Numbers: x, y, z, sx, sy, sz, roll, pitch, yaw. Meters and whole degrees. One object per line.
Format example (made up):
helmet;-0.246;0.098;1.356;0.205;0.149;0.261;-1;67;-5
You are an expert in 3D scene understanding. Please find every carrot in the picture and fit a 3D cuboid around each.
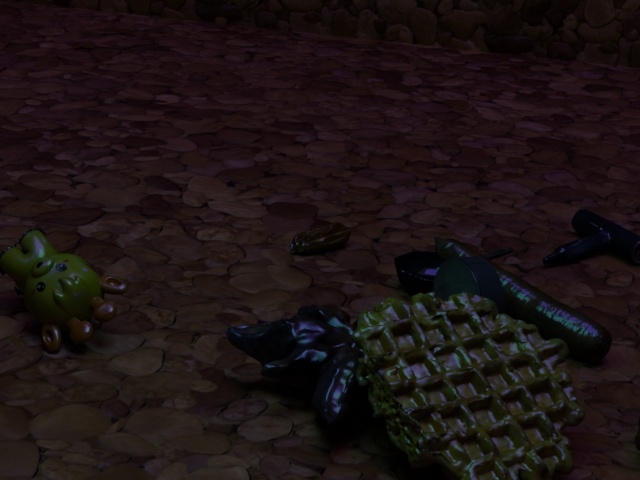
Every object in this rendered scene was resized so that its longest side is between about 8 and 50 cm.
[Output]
carrot;0.290;0.085;2.107;0.070;0.070;0.342;-17;39;-42

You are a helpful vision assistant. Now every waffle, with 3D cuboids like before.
waffle;0.180;0.187;1.737;0.307;0.060;0.312;15;43;-3

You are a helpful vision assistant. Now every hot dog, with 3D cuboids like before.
hot dog;0.000;0.000;2.363;0.122;0.037;0.049;-17;41;-32

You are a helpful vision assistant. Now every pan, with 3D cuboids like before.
pan;0.219;0.057;2.233;0.202;0.048;0.128;0;23;-6

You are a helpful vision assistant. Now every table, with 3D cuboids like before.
table;0.214;0.090;2.033;0.043;0.133;0.133;-4;23;-26

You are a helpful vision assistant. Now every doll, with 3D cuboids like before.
doll;-0.373;0.076;2.008;0.143;0.135;0.221;-41;46;-17

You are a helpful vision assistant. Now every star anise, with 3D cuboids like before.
star anise;0.056;0.161;1.859;0.292;0.109;0.349;-13;33;-32

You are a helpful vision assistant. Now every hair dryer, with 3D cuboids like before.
hair dryer;0.443;0.004;2.424;0.194;0.050;0.173;-10;23;-25

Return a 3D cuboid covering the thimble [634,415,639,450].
thimble;0.470;0.215;1.773;0.118;0.127;0.151;12;28;24
